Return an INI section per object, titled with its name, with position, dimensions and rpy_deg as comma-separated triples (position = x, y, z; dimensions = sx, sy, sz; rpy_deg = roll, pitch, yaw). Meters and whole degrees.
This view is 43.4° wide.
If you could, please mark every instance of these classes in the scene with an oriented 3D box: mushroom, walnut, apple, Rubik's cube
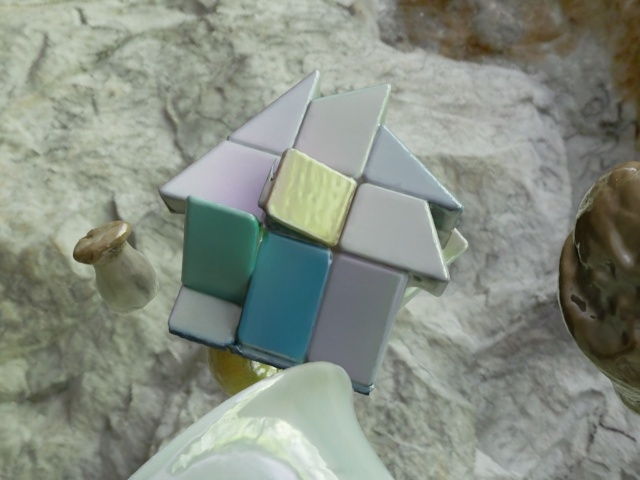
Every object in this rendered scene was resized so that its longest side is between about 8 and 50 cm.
[mushroom]
position = -0.314, 0.048, 1.261
dimensions = 0.097, 0.212, 0.088
rpy_deg = -1, -119, 9
[walnut]
position = 0.359, 0.046, 0.801
dimensions = 0.227, 0.273, 0.273
rpy_deg = -29, -135, 22
[apple]
position = -0.103, 0.173, 1.288
dimensions = 0.182, 0.182, 0.155
rpy_deg = -58, -151, -12
[Rubik's cube]
position = 0.000, 0.000, 1.069
dimensions = 0.387, 0.358, 0.368
rpy_deg = 18, -105, 4

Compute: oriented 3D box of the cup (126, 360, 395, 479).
[cup]
position = -0.049, 0.283, 0.667
dimensions = 0.163, 0.347, 0.347
rpy_deg = 41, -91, 26
